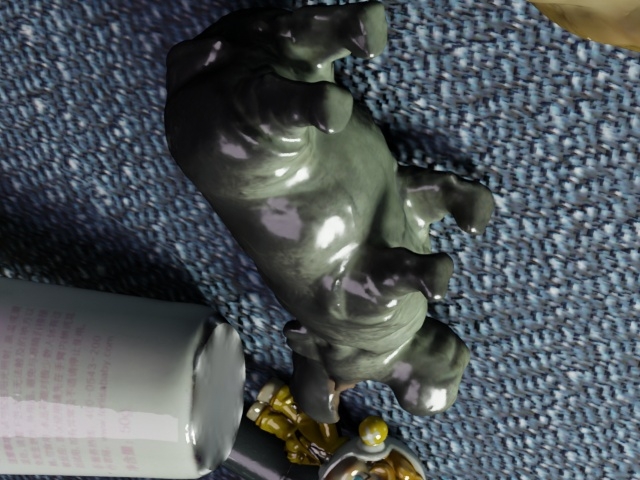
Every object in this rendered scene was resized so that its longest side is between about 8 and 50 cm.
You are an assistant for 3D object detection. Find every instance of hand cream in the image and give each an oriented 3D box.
[{"bbox_3d":[-0.237,0.095,1.347,0.359,0.118,0.185,4,101,10],"label":"hand cream"}]

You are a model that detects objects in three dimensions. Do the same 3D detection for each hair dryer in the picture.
[{"bbox_3d":[-0.030,0.209,1.469,0.173,0.050,0.195,29,149,6],"label":"hair dryer"}]

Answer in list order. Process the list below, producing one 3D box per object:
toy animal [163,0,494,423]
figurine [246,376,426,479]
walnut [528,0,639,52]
[{"bbox_3d":[0.016,0.006,1.142,0.168,0.106,0.343,10,142,27],"label":"toy animal"},{"bbox_3d":[0.012,0.157,1.356,0.143,0.068,0.101,15,116,24],"label":"figurine"},{"bbox_3d":[0.149,-0.202,0.651,0.296,0.285,0.285,3,160,-34],"label":"walnut"}]
